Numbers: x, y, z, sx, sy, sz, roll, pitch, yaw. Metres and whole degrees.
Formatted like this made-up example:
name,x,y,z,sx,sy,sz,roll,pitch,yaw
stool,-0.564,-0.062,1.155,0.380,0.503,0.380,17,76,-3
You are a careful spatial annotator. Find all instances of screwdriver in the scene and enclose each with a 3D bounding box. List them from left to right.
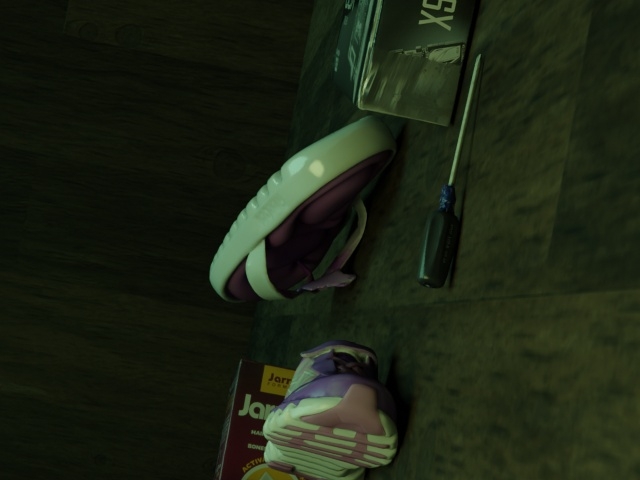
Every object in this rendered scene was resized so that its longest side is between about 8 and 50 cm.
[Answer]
name,x,y,z,sx,sy,sz,roll,pitch,yaw
screwdriver,0.087,-0.049,1.057,0.024,0.025,0.170,119,161,-73

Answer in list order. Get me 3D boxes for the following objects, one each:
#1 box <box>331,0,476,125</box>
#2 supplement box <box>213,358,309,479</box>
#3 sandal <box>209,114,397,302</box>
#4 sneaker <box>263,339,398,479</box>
name,x,y,z,sx,sy,sz,roll,pitch,yaw
box,0.075,-0.230,1.281,0.307,0.076,0.243,-108,29,-79
supplement box,-0.048,0.220,1.518,0.081,0.104,0.188,115,165,-70
sandal,-0.013,0.007,1.567,0.102,0.169,0.416,59,163,11
sneaker,0.012,0.120,1.192,0.236,0.095,0.105,115,173,-74
